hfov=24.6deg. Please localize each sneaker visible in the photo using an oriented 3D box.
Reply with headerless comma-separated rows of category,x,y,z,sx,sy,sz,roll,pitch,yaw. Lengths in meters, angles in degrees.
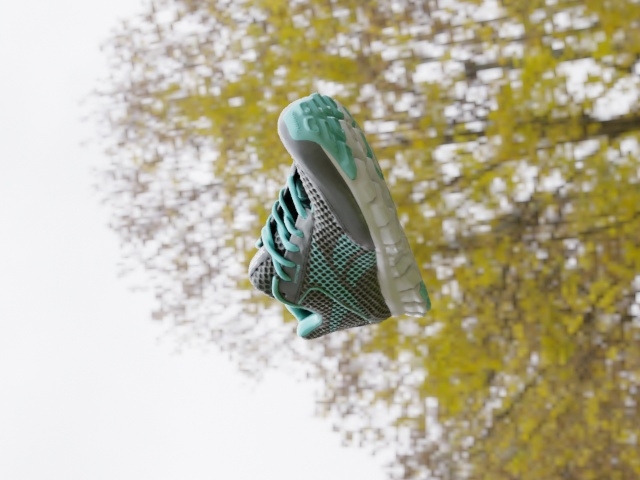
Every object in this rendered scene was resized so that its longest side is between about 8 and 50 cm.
sneaker,0.000,0.000,0.673,0.166,0.076,0.065,65,-177,-54
